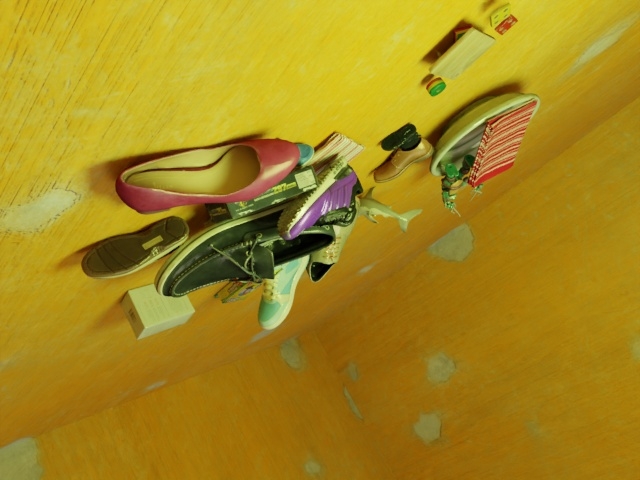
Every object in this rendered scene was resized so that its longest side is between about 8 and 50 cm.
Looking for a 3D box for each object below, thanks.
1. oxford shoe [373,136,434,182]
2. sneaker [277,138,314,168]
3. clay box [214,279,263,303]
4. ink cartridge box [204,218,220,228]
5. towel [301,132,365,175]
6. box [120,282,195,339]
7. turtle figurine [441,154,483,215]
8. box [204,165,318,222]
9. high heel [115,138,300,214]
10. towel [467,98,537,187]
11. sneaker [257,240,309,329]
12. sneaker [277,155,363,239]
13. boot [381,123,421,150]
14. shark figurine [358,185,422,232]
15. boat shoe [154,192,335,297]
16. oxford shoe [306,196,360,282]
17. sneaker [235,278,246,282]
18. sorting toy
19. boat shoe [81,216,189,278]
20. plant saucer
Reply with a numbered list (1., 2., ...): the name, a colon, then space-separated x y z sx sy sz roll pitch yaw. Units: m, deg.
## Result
1. oxford shoe: 0.246 -0.258 1.743 0.212 0.076 0.076 -33 135 21
2. sneaker: -0.075 -0.204 1.298 0.152 0.058 0.084 -16 169 -22
3. clay box: -0.292 0.173 2.112 0.222 0.053 0.127 -40 162 28
4. ink cartridge box: -0.277 -0.045 1.488 0.048 0.028 0.083 -35 164 15
5. towel: 0.033 -0.227 1.493 0.144 0.029 0.197 -35 167 19
6. box: -0.495 0.204 1.689 0.171 0.130 0.091 -15 158 -43
7. turtle figurine: 0.463 -0.183 1.879 0.175 0.118 0.234 -43 153 -18
8. box: -0.145 -0.111 1.343 0.233 0.059 0.183 -23 -172 -24
9. high heel: -0.210 -0.139 1.108 0.378 0.127 0.181 -23 174 -12
10. towel: 0.562 -0.295 1.719 0.199 0.031 0.274 -28 148 -20
11. sneaker: -0.170 0.124 1.844 0.127 0.318 0.208 9 162 34
12. sneaker: 0.019 -0.079 1.399 0.102 0.146 0.293 -17 -152 54
13. boot: 0.238 -0.292 1.632 0.121 0.045 0.099 -33 167 7
14. shark figurine: 0.194 -0.128 1.913 0.166 0.278 0.116 40 70 -45
15. boat shoe: -0.181 0.032 1.434 0.501 0.156 0.186 -24 156 -19
16. oxford shoe: 0.045 0.000 1.910 0.141 0.146 0.397 5 143 -17
17. sneaker: -0.200 0.087 1.982 0.091 0.094 0.258 -11 -179 43
18. sorting toy: 0.329 -0.449 1.287 0.274 0.046 0.132 -40 162 34
19. boat shoe: -0.436 0.031 1.324 0.258 0.095 0.095 -23 169 -26
20. plant saucer: 0.509 -0.362 1.798 0.401 0.100 0.400 -28 164 -9
